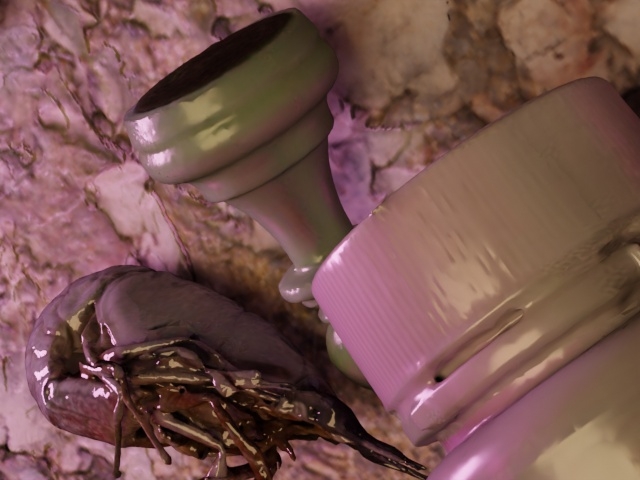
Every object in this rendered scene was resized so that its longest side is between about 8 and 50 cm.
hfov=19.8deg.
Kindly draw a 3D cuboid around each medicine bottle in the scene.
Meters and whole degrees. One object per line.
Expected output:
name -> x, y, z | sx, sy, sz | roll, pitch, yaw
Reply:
medicine bottle -> 0.169, 0.097, 1.013 | 0.256, 0.256, 0.325 | -42, 76, 34

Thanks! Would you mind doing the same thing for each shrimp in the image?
shrimp -> -0.065, 0.110, 1.205 | 0.343, 0.145, 0.116 | 19, 145, 34

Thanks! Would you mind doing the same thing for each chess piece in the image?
chess piece -> 0.000, 0.000, 1.160 | 0.139, 0.139, 0.272 | -22, 107, 34
